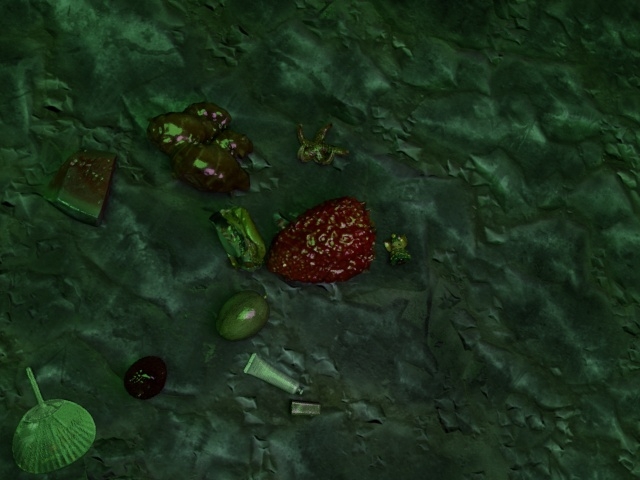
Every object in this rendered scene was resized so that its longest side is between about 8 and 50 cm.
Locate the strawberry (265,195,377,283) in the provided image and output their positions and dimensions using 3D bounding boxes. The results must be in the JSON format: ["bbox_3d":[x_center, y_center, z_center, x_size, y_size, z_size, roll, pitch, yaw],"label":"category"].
[{"bbox_3d":[0.000,-0.002,1.582,0.343,0.292,0.292,-6,80,-16],"label":"strawberry"}]

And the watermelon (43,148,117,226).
[{"bbox_3d":[-0.735,-0.195,1.594,0.193,0.140,0.257,25,68,-12],"label":"watermelon"}]

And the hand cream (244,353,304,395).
[{"bbox_3d":[-0.143,0.430,1.602,0.194,0.042,0.067,29,83,2],"label":"hand cream"}]

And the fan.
[{"bbox_3d":[-0.769,0.527,1.486,0.223,0.012,0.294,6,79,-9],"label":"fan"}]

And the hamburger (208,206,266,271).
[{"bbox_3d":[-0.245,-0.008,1.574,0.125,0.235,0.214,-35,82,-24],"label":"hamburger"}]

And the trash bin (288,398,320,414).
[{"bbox_3d":[-0.049,0.523,1.586,0.092,0.061,0.043,8,77,-10],"label":"trash bin"}]

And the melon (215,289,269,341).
[{"bbox_3d":[-0.234,0.229,1.572,0.192,0.139,0.139,-41,88,-12],"label":"melon"}]

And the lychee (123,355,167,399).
[{"bbox_3d":[-0.512,0.404,1.504,0.123,0.123,0.129,42,39,0],"label":"lychee"}]

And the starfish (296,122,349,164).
[{"bbox_3d":[0.006,-0.335,1.759,0.190,0.074,0.146,7,79,-8],"label":"starfish"}]

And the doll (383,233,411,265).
[{"bbox_3d":[0.268,0.036,1.747,0.078,0.076,0.113,-19,49,15],"label":"doll"}]

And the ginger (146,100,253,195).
[{"bbox_3d":[-0.372,-0.295,1.655,0.274,0.152,0.357,-37,87,-34],"label":"ginger"}]
